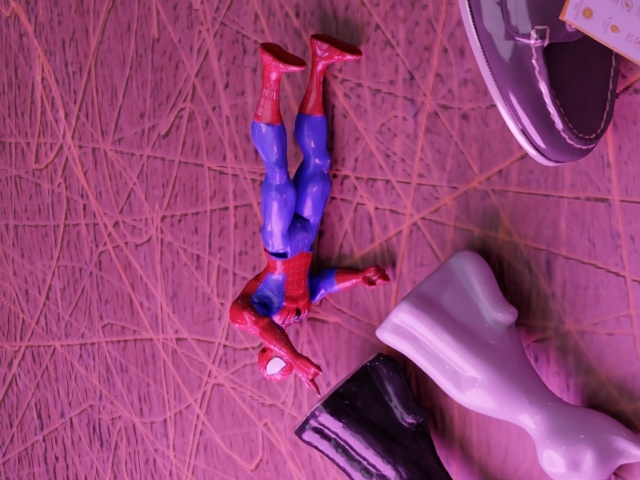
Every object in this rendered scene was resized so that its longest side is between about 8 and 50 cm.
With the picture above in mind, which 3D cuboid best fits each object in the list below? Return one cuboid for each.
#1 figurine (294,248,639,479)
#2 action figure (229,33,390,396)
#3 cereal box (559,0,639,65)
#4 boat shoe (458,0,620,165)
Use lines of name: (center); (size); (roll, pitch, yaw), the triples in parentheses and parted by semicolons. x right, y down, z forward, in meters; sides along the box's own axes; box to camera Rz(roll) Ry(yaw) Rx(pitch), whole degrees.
figurine: (0.116, 0.146, 1.197); (0.209, 0.092, 0.215); (44, 130, 10)
action figure: (0.000, 0.000, 1.228); (0.139, 0.091, 0.280); (33, 125, 39)
cereal box: (0.276, -0.100, 0.897); (0.240, 0.173, 0.047); (35, 125, 26)
boat shoe: (0.147, -0.213, 1.010); (0.095, 0.112, 0.335); (-3, 100, 47)
